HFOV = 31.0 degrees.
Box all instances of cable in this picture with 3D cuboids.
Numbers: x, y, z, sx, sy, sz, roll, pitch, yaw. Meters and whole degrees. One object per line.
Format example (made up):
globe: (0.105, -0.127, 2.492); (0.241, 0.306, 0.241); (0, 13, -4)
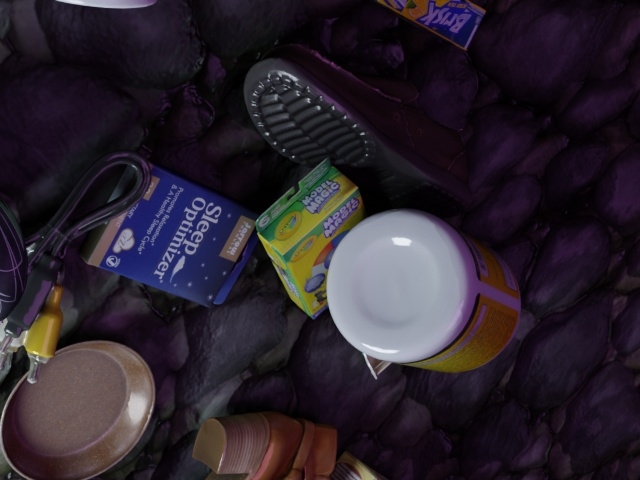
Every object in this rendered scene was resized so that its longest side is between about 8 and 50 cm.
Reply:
cable: (-0.306, 0.009, 1.280); (0.139, 0.072, 0.287); (31, 83, -11)

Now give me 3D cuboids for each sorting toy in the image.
sorting toy: (0.086, 0.139, 1.642); (0.083, 0.045, 0.075); (-39, 123, -13)

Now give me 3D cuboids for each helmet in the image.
helmet: (-0.375, 0.011, 1.151); (0.169, 0.161, 0.169); (-17, 122, -29)

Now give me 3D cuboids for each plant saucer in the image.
plant saucer: (-0.296, 0.202, 1.396); (0.199, 0.036, 0.198); (-16, 122, -28)

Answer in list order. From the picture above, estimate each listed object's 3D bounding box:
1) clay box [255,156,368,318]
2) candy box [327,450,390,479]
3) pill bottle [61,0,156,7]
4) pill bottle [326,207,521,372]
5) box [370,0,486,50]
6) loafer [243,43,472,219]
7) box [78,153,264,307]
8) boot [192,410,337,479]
clay box: (0.000, 0.000, 1.447); (0.127, 0.053, 0.222); (-43, 153, -10)
candy box: (0.012, 0.492, 1.740); (0.316, 0.087, 0.183); (-51, 132, -3)
pill bottle: (-0.205, -0.362, 1.086); (0.153, 0.153, 0.264); (-8, 118, -33)
pill bottle: (0.153, 0.077, 1.510); (0.187, 0.188, 0.334); (-59, 154, 4)
box: (0.125, -0.296, 1.429); (0.169, 0.054, 0.059); (19, 101, -40)
loafer: (0.051, -0.147, 1.429); (0.366, 0.134, 0.130); (31, 56, -41)
box: (-0.162, -0.003, 1.387); (0.225, 0.036, 0.136); (24, 98, -43)
boot: (-0.101, 0.365, 1.596); (0.220, 0.109, 0.283); (10, 100, -43)
